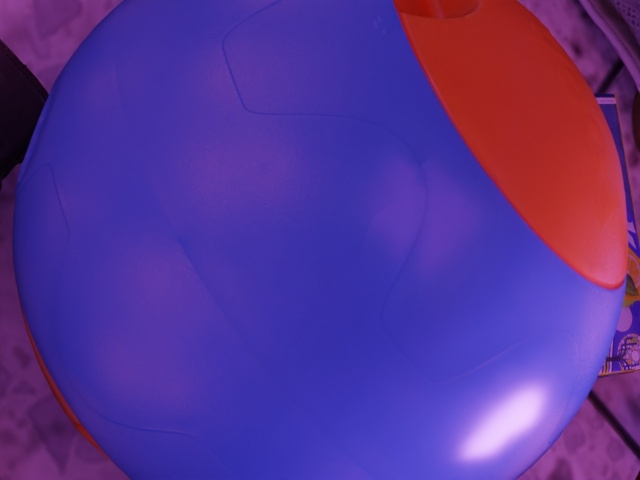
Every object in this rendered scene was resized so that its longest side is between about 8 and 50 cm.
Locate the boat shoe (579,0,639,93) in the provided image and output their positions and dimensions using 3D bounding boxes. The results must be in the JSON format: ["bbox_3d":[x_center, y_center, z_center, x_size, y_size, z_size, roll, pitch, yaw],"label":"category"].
[{"bbox_3d":[0.175,-0.194,1.219,0.096,0.098,0.277,-40,100,-29],"label":"boat shoe"}]

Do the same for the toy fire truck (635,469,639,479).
[{"bbox_3d":[0.170,0.185,1.073,0.158,0.217,0.246,51,42,-15],"label":"toy fire truck"}]

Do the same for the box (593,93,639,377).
[{"bbox_3d":[0.153,-0.001,1.187,0.059,0.054,0.169,-3,81,-36],"label":"box"}]

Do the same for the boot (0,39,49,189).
[{"bbox_3d":[-0.254,-0.052,0.902,0.263,0.091,0.229,39,55,-27],"label":"boot"}]

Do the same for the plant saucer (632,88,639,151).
[{"bbox_3d":[0.237,-0.074,1.288,0.083,0.015,0.083,8,75,-33],"label":"plant saucer"}]

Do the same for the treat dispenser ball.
[{"bbox_3d":[0.000,0.000,0.934,0.288,0.288,0.288,9,75,-34],"label":"treat dispenser ball"}]
